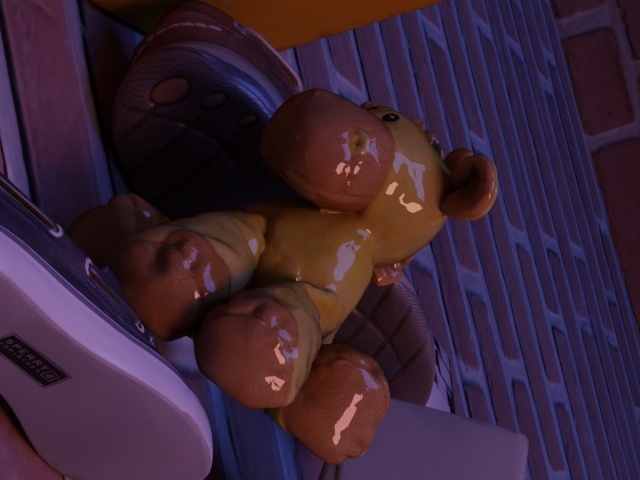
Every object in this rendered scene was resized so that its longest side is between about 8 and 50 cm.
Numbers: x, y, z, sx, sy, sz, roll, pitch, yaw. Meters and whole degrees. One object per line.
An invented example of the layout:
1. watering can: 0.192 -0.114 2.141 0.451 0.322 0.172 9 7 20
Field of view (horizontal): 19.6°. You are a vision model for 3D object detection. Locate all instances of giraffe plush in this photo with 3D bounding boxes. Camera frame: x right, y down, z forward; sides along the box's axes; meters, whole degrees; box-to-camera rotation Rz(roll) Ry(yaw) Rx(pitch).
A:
1. giraffe plush: 0.000 0.000 0.945 0.181 0.170 0.210 37 -2 24

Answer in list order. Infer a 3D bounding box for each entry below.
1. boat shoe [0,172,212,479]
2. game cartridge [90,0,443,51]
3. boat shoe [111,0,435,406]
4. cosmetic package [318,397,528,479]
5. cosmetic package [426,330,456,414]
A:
1. boat shoe: -0.118 0.036 0.823 0.228 0.080 0.076 46 32 -44
2. game cartridge: 0.004 -0.189 1.057 0.323 0.285 0.053 24 52 -70
3. boat shoe: -0.015 -0.012 1.126 0.116 0.123 0.324 -90 159 -50
4. cosmetic package: 0.027 0.222 0.934 0.309 0.113 0.160 -70 175 -66
5. cosmetic package: 0.065 0.164 1.319 0.099 0.060 0.239 53 26 -49
